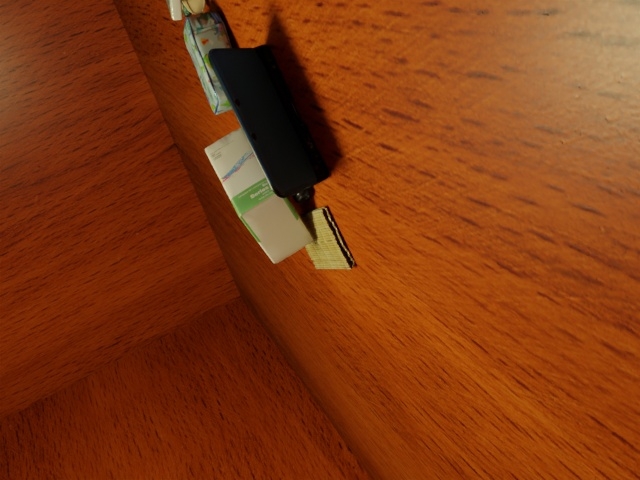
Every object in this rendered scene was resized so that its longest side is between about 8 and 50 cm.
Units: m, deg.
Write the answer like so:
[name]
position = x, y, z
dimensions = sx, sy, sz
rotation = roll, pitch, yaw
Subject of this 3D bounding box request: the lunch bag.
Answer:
[lunch bag]
position = -0.251, -0.418, 1.482
dimensions = 0.176, 0.090, 0.219
rotation = 169, 80, -76

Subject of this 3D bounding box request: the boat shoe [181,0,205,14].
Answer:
[boat shoe]
position = -0.291, -0.580, 1.415
dimensions = 0.170, 0.063, 0.059
rotation = 86, 159, -56

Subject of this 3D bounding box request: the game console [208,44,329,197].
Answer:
[game console]
position = -0.126, -0.217, 1.236
dimensions = 0.250, 0.173, 0.293
rotation = -19, 97, 62

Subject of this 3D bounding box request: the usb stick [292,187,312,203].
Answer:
[usb stick]
position = -0.099, -0.210, 1.435
dimensions = 0.278, 0.045, 0.077
rotation = 61, 171, 9

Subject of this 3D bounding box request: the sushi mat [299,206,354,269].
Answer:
[sushi mat]
position = 0.000, 0.000, 1.509
dimensions = 0.151, 0.019, 0.316
rotation = 63, 166, -5

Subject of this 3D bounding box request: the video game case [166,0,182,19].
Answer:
[video game case]
position = -0.339, -0.633, 1.388
dimensions = 0.206, 0.026, 0.227
rotation = -116, 23, -50

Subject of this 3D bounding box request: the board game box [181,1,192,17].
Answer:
[board game box]
position = -0.389, -0.694, 1.632
dimensions = 0.186, 0.026, 0.126
rotation = 59, 165, 15

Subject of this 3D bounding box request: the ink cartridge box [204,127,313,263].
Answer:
[ink cartridge box]
position = -0.151, -0.113, 1.517
dimensions = 0.278, 0.117, 0.201
rotation = 58, 180, 41
